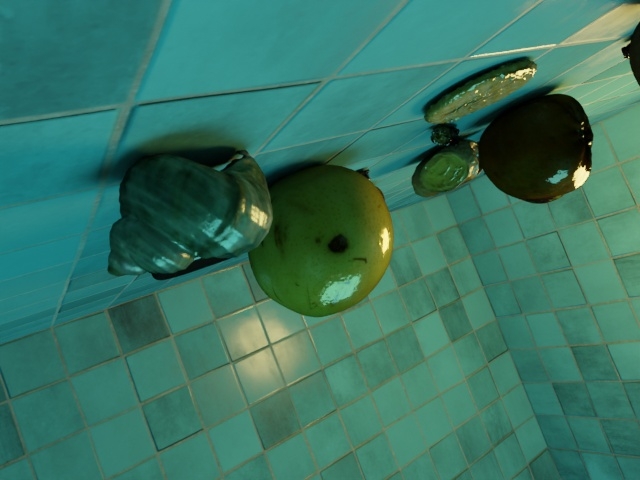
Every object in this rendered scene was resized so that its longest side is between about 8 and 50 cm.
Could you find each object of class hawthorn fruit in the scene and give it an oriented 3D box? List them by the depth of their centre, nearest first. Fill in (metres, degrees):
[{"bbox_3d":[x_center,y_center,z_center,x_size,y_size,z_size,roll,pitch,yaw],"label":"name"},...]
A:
[{"bbox_3d":[0.546,-0.234,1.347,0.268,0.267,0.301,-18,177,-45],"label":"hawthorn fruit"}]

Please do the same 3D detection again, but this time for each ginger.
[{"bbox_3d":[0.394,-0.227,1.568,0.276,0.130,0.221,-25,-174,34],"label":"ginger"}]

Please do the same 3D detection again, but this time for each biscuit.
[{"bbox_3d":[0.300,-0.275,0.971,0.220,0.033,0.220,-22,176,-2],"label":"biscuit"}]

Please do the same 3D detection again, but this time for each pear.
[{"bbox_3d":[0.000,0.000,1.158,0.348,0.348,0.348,-21,177,-1],"label":"pear"}]

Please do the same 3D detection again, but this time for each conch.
[{"bbox_3d":[-0.176,-0.045,0.710,0.220,0.195,0.277,15,-127,45],"label":"conch"}]

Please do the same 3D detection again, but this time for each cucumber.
[{"bbox_3d":[0.309,-0.253,1.247,0.053,0.053,0.181,-23,178,26],"label":"cucumber"}]

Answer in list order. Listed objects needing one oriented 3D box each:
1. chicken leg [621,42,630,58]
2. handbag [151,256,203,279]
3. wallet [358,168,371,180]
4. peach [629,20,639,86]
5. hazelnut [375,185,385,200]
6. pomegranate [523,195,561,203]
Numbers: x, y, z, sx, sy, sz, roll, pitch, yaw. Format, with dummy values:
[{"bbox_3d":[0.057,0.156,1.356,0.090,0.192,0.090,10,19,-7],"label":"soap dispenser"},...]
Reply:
[{"bbox_3d":[0.654,-0.402,0.995,0.089,0.048,0.219,-25,176,8],"label":"chicken leg"},{"bbox_3d":[-0.301,0.012,1.333,0.308,0.093,0.254,-19,175,-25],"label":"handbag"},{"bbox_3d":[0.060,-0.147,1.476,0.167,0.036,0.222,-21,177,1],"label":"wallet"},{"bbox_3d":[0.639,-0.307,0.806,0.252,0.252,0.252,-21,177,-1],"label":"peach"},{"bbox_3d":[0.131,-0.092,1.754,0.186,0.210,0.210,4,-170,31],"label":"hazelnut"},{"bbox_3d":[0.671,-0.250,1.656,0.285,0.285,0.340,-21,175,-8],"label":"pomegranate"}]
